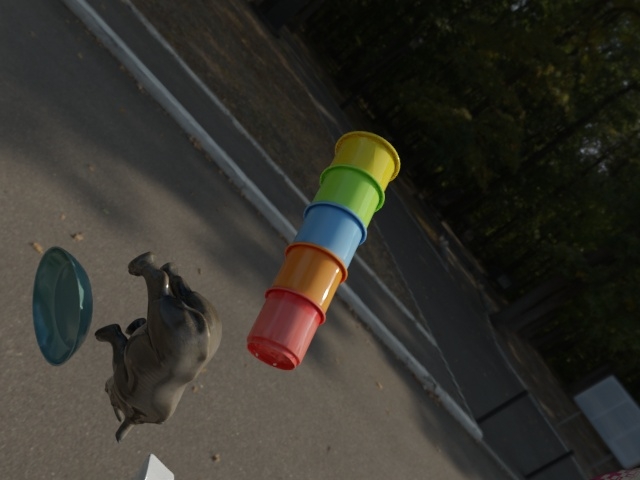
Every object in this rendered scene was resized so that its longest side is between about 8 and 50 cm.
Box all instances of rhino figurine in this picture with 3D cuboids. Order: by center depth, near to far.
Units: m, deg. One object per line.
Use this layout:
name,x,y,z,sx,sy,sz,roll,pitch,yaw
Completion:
rhino figurine,-0.172,0.124,0.509,0.106,0.243,0.073,49,36,18

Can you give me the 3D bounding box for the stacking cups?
stacking cups,0.000,0.000,0.620,0.096,0.096,0.316,47,54,-25

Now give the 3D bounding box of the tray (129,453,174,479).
tray,-0.231,0.408,0.606,0.145,0.030,0.270,92,3,-55

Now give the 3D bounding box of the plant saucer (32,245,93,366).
plant saucer,-0.259,0.065,0.518,0.021,0.119,0.119,1,50,-48

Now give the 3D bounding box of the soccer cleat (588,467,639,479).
soccer cleat,0.349,0.274,0.497,0.143,0.331,0.116,21,40,-49
